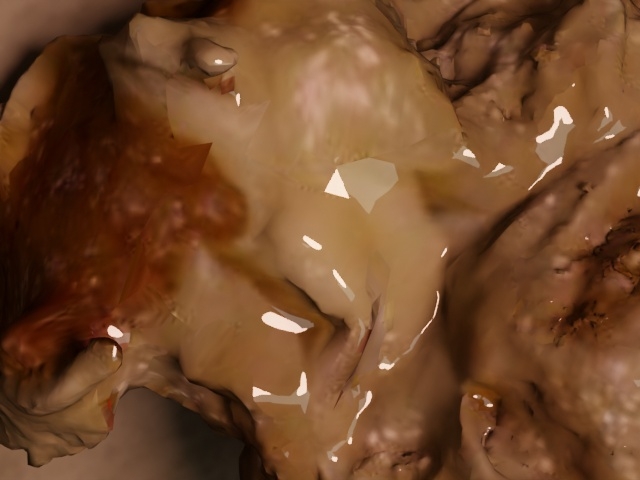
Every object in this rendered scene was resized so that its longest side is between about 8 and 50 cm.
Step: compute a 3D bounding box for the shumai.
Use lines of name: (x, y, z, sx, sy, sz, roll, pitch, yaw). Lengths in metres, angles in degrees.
shumai: (0.000, 0.000, 0.549, 0.267, 0.262, 0.314, 112, 1, -50)
